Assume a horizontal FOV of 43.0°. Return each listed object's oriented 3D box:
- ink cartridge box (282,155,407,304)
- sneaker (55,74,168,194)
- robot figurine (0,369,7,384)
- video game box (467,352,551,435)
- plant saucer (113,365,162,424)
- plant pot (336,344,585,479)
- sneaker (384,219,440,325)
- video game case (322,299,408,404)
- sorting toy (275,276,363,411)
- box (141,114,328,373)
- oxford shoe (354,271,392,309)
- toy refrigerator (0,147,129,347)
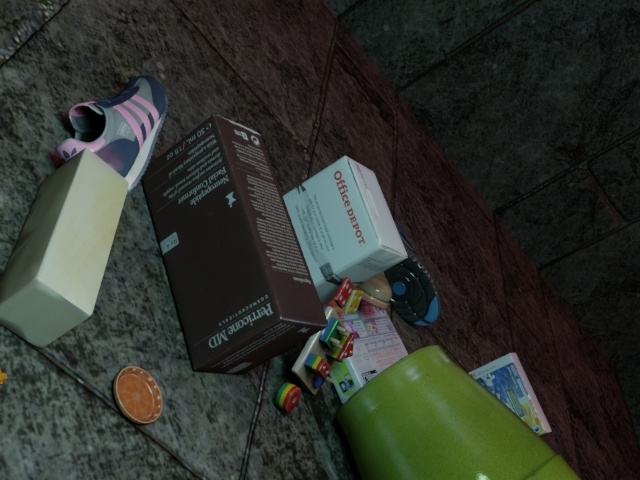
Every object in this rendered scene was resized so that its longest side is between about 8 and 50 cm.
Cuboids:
[{"bbox_3d":[0.000,0.000,1.521,0.114,0.273,0.197,18,47,-54],"label":"ink cartridge box"},{"bbox_3d":[-0.336,-0.200,1.321,0.131,0.112,0.319,46,27,-32],"label":"sneaker"},{"bbox_3d":[-0.459,0.090,0.798,0.291,0.085,0.211,12,51,-58],"label":"robot figurine"},{"bbox_3d":[0.427,0.401,1.963,0.048,0.187,0.205,10,53,-54],"label":"video game box"},{"bbox_3d":[-0.253,0.215,1.121,0.083,0.013,0.083,42,30,-32],"label":"plant saucer"},{"bbox_3d":[0.219,0.390,1.451,0.353,0.366,0.366,55,23,20],"label":"plant pot"},{"bbox_3d":[0.200,0.049,2.015,0.341,0.125,0.139,60,20,-1],"label":"sneaker"},{"bbox_3d":[0.078,0.201,1.691,0.269,0.061,0.244,3,60,-61],"label":"video game case"},{"bbox_3d":[0.020,0.197,1.453,0.274,0.046,0.132,-60,154,-18],"label":"sorting toy"},{"bbox_3d":[-0.151,0.008,1.338,0.143,0.191,0.381,15,47,-56],"label":"box"},{"bbox_3d":[0.075,0.005,1.725,0.123,0.130,0.348,24,23,-39],"label":"oxford shoe"},{"bbox_3d":[-0.341,0.005,1.092,0.094,0.102,0.269,43,28,-30],"label":"toy refrigerator"}]
